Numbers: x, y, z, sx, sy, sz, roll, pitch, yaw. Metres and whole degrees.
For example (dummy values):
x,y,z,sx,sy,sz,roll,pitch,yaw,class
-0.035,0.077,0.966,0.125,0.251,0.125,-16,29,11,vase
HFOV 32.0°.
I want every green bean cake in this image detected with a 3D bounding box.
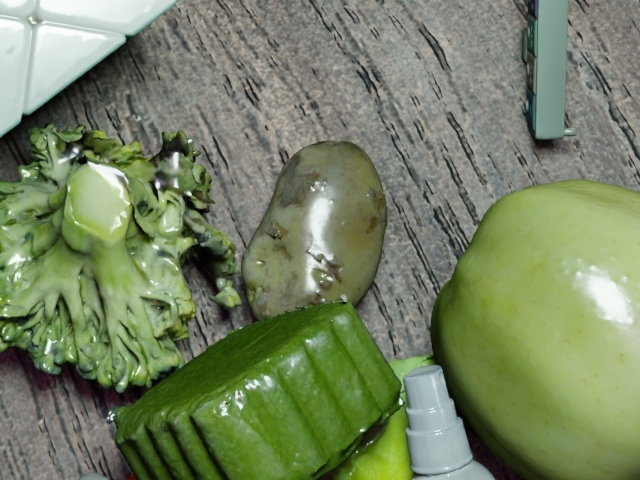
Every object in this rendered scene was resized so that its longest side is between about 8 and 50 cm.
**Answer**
x,y,z,sx,sy,sz,roll,pitch,yaw,class
-0.069,0.190,1.219,0.250,0.247,0.156,-37,102,-40,green bean cake

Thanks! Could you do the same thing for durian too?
x,y,z,sx,sy,sz,roll,pitch,yaw,class
0.078,0.245,1.327,0.139,0.101,0.250,40,72,-21,durian

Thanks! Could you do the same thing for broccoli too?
x,y,z,sx,sy,sz,roll,pitch,yaw,class
-0.264,0.011,1.369,0.324,0.272,0.334,37,64,-29,broccoli

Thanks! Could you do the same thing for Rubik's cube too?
x,y,z,sx,sy,sz,roll,pitch,yaw,class
-0.412,-0.319,1.364,0.322,0.316,0.318,-40,107,-10,Rubik's cube

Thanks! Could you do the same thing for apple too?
x,y,z,sx,sy,sz,roll,pitch,yaw,class
0.300,0.106,1.257,0.357,0.357,0.357,0,72,1,apple

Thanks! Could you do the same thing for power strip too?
x,y,z,sx,sy,sz,roll,pitch,yaw,class
0.300,-0.252,1.474,0.061,0.145,0.215,-1,109,1,power strip

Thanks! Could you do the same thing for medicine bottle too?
x,y,z,sx,sy,sz,roll,pitch,yaw,class
0.153,0.313,1.249,0.110,0.110,0.351,-15,96,-4,medicine bottle

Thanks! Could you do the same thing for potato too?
x,y,z,sx,sy,sz,roll,pitch,yaw,class
0.000,0.000,1.396,0.165,0.165,0.262,23,78,8,potato

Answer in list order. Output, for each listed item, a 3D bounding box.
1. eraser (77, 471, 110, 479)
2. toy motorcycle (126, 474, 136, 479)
x,y,z,sx,sy,sz,roll,pitch,yaw,class
-0.278,0.434,1.223,0.111,0.077,0.352,26,109,32,eraser
-0.107,0.364,1.291,0.326,0.147,0.221,25,52,15,toy motorcycle
